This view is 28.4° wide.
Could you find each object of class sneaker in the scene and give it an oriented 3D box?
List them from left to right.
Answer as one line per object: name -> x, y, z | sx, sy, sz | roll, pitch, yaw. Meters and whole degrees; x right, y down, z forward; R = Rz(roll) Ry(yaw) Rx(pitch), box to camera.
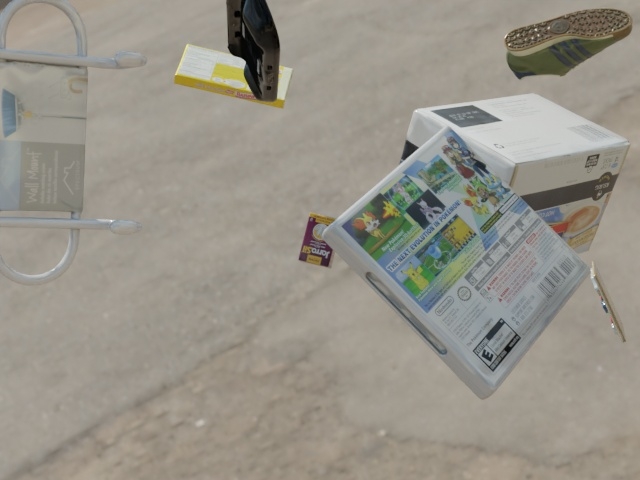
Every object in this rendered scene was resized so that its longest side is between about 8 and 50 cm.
sneaker -> 0.374, -0.291, 1.914 | 0.192, 0.086, 0.064 | -12, 51, 3

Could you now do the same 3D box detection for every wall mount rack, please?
wall mount rack -> -0.351, -0.117, 1.436 | 0.304, 0.349, 0.130 | 0, 3, -32

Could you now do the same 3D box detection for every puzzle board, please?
puzzle board -> 0.381, 0.081, 1.690 | 0.011, 0.096, 0.128 | -25, 2, 13

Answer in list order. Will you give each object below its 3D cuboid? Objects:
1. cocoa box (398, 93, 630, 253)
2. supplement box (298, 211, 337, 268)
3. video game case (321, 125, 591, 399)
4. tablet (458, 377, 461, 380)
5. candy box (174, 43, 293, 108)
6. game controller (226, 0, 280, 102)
cocoa box -> 0.321, -0.098, 2.191 | 0.347, 0.227, 0.231 | -13, 37, -44
supplement box -> 0.000, 0.000, 2.105 | 0.055, 0.083, 0.043 | 13, -3, 8
video game case -> 0.195, 0.019, 1.726 | 0.329, 0.300, 0.036 | -41, -5, -45
tablet -> 0.197, 0.142, 1.698 | 0.006, 0.054, 0.083 | -8, 33, 51
candy box -> -0.159, -0.303, 2.335 | 0.206, 0.027, 0.105 | 13, 40, -1
game controller -> -0.108, -0.342, 2.107 | 0.067, 0.166, 0.319 | -29, -10, -9
